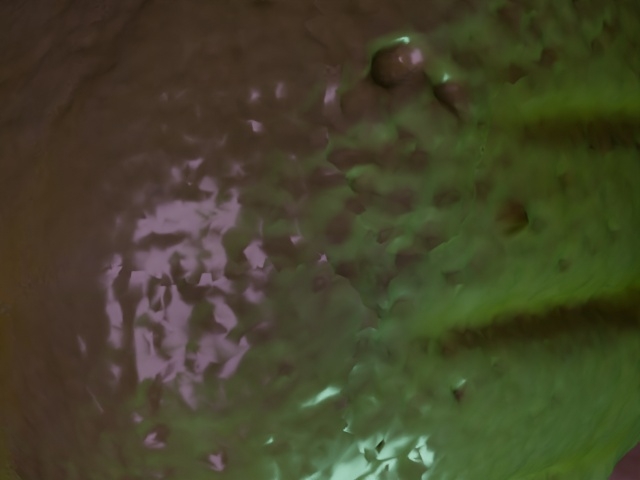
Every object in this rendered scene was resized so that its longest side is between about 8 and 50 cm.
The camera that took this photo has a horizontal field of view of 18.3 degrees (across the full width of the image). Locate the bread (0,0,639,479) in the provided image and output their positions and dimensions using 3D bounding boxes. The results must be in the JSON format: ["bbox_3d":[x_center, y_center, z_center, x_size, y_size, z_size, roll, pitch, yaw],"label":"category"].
[{"bbox_3d":[0.009,0.000,0.753,0.237,0.320,0.321,-4,105,38],"label":"bread"}]
